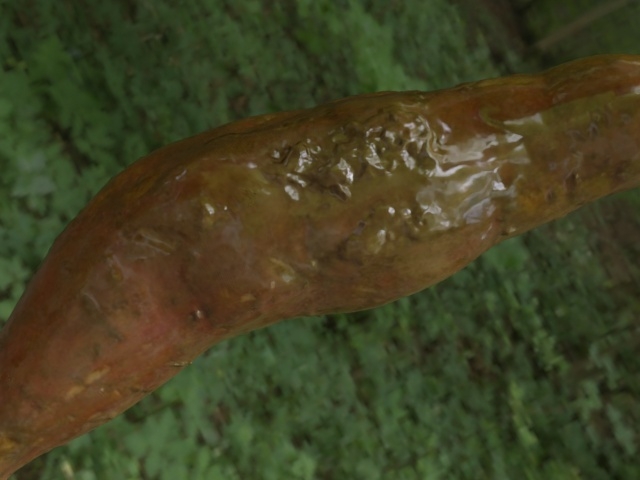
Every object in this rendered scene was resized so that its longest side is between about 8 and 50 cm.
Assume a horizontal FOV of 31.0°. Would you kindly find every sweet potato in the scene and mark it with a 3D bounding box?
[{"bbox_3d":[-0.009,-0.010,0.489,0.106,0.355,0.095,63,-3,21],"label":"sweet potato"}]
